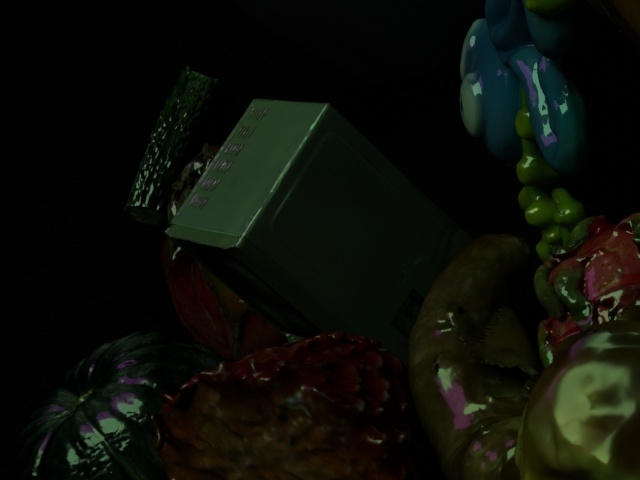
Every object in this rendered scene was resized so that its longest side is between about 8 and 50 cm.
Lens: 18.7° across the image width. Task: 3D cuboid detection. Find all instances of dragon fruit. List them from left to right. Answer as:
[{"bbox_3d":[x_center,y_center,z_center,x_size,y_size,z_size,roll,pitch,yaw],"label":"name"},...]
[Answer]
[{"bbox_3d":[-0.074,-0.010,1.758,0.223,0.148,0.218,-18,43,41],"label":"dragon fruit"},{"bbox_3d":[0.227,0.052,1.319,0.160,0.166,0.172,107,159,-47],"label":"dragon fruit"}]

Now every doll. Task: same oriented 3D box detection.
[{"bbox_3d":[0.154,-0.158,1.523,0.098,0.341,0.346,-6,54,3],"label":"doll"}]

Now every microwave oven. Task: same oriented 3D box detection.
[{"bbox_3d":[0.000,0.000,1.600,0.129,0.205,0.163,8,60,54],"label":"microwave oven"}]

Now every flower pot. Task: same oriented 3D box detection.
[{"bbox_3d":[0.031,-0.282,1.840,0.265,0.243,0.265,-32,33,23],"label":"flower pot"}]

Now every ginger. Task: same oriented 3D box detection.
[{"bbox_3d":[0.126,0.115,1.402,0.309,0.107,0.133,-106,18,-60],"label":"ginger"}]

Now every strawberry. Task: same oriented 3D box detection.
[{"bbox_3d":[0.010,0.154,1.466,0.234,0.234,0.178,-18,20,40],"label":"strawberry"}]

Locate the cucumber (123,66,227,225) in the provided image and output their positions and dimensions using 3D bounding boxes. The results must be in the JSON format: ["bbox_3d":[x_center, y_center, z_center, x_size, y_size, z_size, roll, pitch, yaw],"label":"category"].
[{"bbox_3d":[-0.156,-0.100,2.048,0.058,0.058,0.187,-14,45,43],"label":"cucumber"}]

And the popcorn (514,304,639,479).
[{"bbox_3d":[0.254,0.170,1.105,0.265,0.225,0.332,-38,52,38],"label":"popcorn"}]

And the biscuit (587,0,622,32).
[{"bbox_3d":[0.377,-0.354,1.644,0.426,0.078,0.144,-44,30,6],"label":"biscuit"}]

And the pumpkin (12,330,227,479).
[{"bbox_3d":[-0.157,0.181,1.640,0.220,0.162,0.220,-30,26,16],"label":"pumpkin"}]

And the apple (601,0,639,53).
[{"bbox_3d":[0.329,-0.204,1.342,0.301,0.301,0.301,-32,35,25],"label":"apple"}]
